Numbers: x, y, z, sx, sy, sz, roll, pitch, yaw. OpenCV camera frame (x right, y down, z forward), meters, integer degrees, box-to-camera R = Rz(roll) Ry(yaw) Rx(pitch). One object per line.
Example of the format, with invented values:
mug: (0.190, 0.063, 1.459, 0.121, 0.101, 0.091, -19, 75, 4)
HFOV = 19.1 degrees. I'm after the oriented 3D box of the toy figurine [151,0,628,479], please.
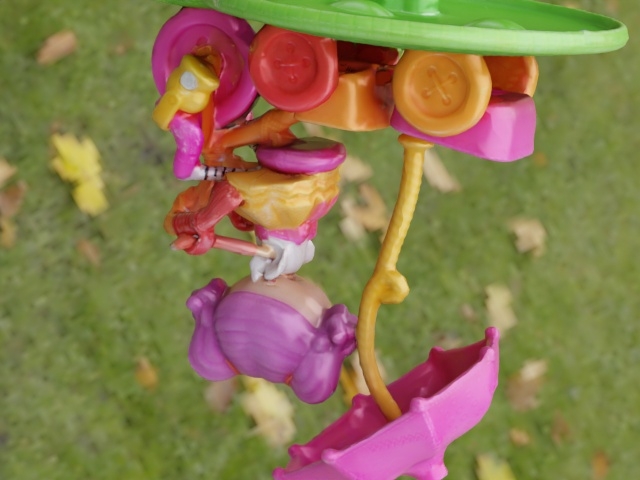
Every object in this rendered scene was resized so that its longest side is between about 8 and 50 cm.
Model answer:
toy figurine: (0.000, 0.000, 0.600, 0.130, 0.173, 0.159, -22, 121, -65)
